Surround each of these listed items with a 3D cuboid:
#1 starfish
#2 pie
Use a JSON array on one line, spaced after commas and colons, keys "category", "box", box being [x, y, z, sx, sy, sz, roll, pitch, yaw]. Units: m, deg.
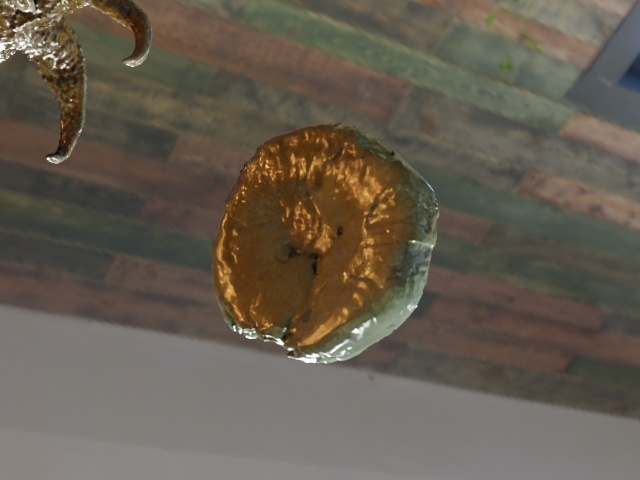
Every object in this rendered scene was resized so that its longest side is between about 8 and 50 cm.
[{"category": "starfish", "box": [-0.207, -0.122, 0.777, 0.146, 0.190, 0.074, 34, -140, -35]}, {"category": "pie", "box": [0.000, 0.000, 0.380, 0.020, 0.084, 0.084, 26, -158, -54]}]
